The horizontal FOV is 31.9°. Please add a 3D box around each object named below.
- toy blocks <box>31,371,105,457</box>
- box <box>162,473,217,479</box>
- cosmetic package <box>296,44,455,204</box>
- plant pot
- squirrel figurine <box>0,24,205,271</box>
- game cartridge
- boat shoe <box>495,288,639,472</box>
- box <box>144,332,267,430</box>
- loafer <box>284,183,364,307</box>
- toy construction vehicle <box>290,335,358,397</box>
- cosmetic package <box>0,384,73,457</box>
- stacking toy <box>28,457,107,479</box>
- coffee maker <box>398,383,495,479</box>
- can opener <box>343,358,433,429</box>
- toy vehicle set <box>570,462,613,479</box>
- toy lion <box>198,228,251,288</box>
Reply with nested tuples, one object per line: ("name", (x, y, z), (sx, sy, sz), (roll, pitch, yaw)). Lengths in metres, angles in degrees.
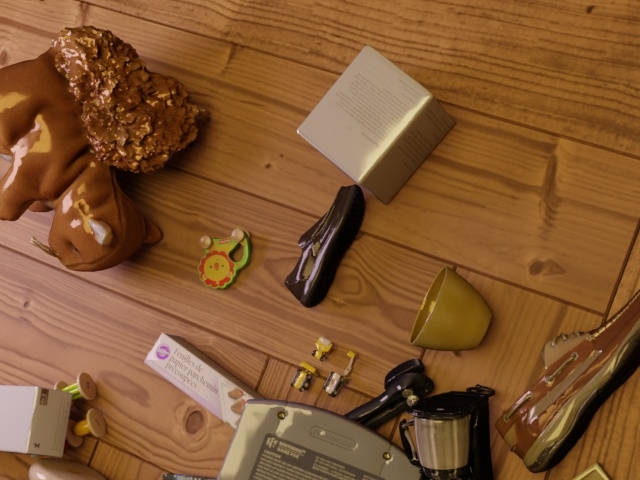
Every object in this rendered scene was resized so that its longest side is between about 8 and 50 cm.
("toy blocks", (-0.465, 0.315, 1.986), (0.148, 0.054, 0.123), (-24, 72, 16))
("box", (-0.194, 0.509, 1.845), (0.159, 0.044, 0.233), (2, 80, 21))
("cosmetic package", (0.092, -0.185, 1.822), (0.151, 0.151, 0.183), (42, 94, 23))
("plant pot", (0.209, 0.119, 1.737), (0.095, 0.134, 0.134), (24, 88, -1))
("squirrel figurine", (-0.402, -0.151, 1.950), (0.397, 0.281, 0.370), (-38, 75, 13))
("game cartridge", (-0.001, 0.367, 1.749), (0.297, 0.062, 0.198), (21, 86, 4))
("boat shoe", (0.378, 0.190, 1.652), (0.120, 0.122, 0.324), (40, 94, 26))
("box", (-0.150, 0.265, 1.870), (0.324, 0.067, 0.063), (32, 91, 23))
("loafer", (0.000, 0.000, 1.857), (0.078, 0.080, 0.220), (26, 89, 23))
("toy construction vehicle", (0.009, 0.214, 1.839), (0.086, 0.035, 0.098), (24, 85, 35))
("cosmetic package", (-0.541, 0.314, 1.961), (0.231, 0.085, 0.117), (-2, 75, 39))
("stacking toy", (-0.477, 0.547, 1.909), (0.141, 0.141, 0.330), (21, 93, 24))
("coffee maker", (0.212, 0.324, 1.679), (0.120, 0.171, 0.178), (7, 103, 58))
("can opener", (0.100, 0.265, 1.785), (0.186, 0.073, 0.059), (-40, 107, 13))
("toy vehicle set", (0.353, 0.471, 1.647), (0.267, 0.035, 0.166), (-38, 68, 10))
("toy lion", (-0.166, 0.035, 1.945), (0.100, 0.034, 0.096), (-12, 82, 18))
